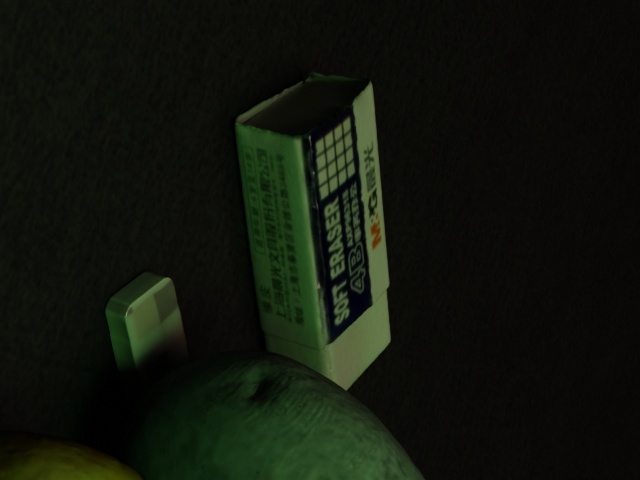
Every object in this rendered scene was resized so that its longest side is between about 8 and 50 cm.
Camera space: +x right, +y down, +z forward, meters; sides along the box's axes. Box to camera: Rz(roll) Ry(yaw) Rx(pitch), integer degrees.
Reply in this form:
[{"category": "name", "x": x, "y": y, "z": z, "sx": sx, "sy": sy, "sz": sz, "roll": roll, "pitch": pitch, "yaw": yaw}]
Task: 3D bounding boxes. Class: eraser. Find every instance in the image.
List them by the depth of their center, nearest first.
[{"category": "eraser", "x": -0.144, "y": 0.083, "z": 1.299, "sx": 0.065, "sy": 0.026, "sz": 0.105, "roll": -38, "pitch": 132, "yaw": -41}, {"category": "eraser", "x": 0.000, "y": 0.000, "z": 1.437, "sx": 0.130, "sy": 0.086, "sz": 0.287, "roll": -41, "pitch": 134, "yaw": -45}]

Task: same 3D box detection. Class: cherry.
[{"category": "cherry", "x": -0.042, "y": 0.213, "z": 1.261, "sx": 0.218, "sy": 0.296, "sz": 0.255, "roll": -32, "pitch": 117, "yaw": -40}]

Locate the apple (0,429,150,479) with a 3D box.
[{"category": "apple", "x": -0.197, "y": 0.267, "z": 1.045, "sx": 0.233, "sy": 0.286, "sz": 0.286, "roll": -63, "pitch": 146, "yaw": -30}]
